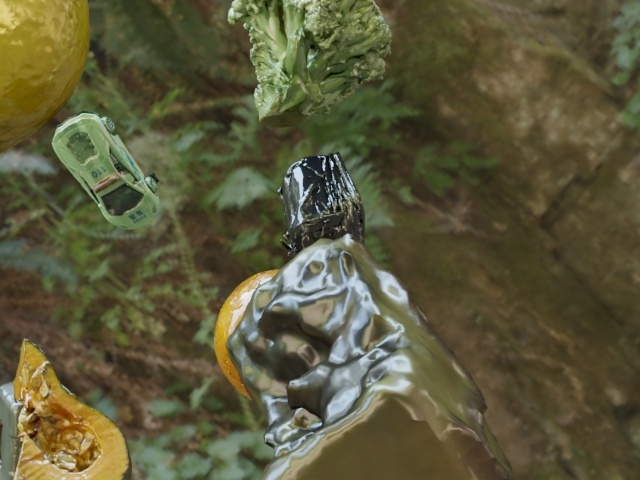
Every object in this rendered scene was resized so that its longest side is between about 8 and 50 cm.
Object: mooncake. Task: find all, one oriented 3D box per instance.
[{"bbox_3d":[0.035,0.178,1.330,0.246,0.394,0.393,-38,-24,8],"label":"mooncake"}]

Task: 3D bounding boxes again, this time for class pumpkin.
[{"bbox_3d":[-0.410,0.308,1.777,0.190,0.280,0.139,-37,-17,-38],"label":"pumpkin"}]

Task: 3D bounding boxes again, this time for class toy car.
[{"bbox_3d":[-0.292,-0.092,1.689,0.093,0.186,0.058,-29,22,13],"label":"toy car"}]

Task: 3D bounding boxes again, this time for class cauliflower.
[{"bbox_3d":[-0.021,-0.279,1.909,0.275,0.272,0.250,53,-136,-45],"label":"cauliflower"}]

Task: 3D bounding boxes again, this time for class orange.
[{"bbox_3d":[-0.064,0.171,2.143,0.246,0.246,0.246,-51,-3,-4],"label":"orange"}]

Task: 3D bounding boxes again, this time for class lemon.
[{"bbox_3d":[-0.365,-0.224,1.236,0.293,0.293,0.293,-51,-3,-4],"label":"lemon"}]

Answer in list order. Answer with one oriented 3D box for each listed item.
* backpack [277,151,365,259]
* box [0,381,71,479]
[{"bbox_3d":[0.000,0.000,1.958,0.206,0.133,0.258,-106,6,-46],"label":"backpack"},{"bbox_3d":[-0.523,0.367,2.239,0.148,0.129,0.210,23,112,56],"label":"box"}]
